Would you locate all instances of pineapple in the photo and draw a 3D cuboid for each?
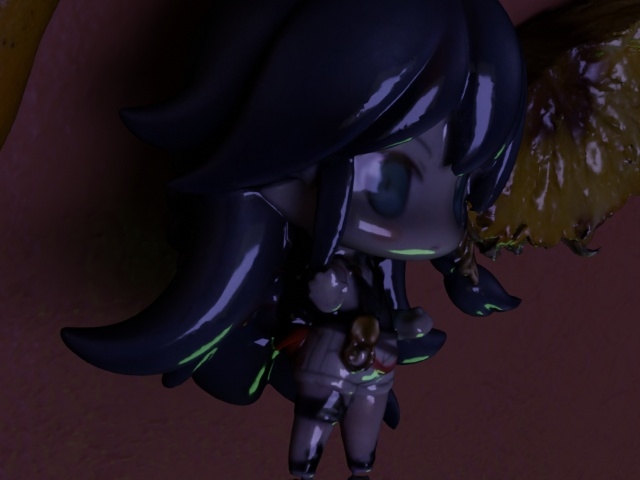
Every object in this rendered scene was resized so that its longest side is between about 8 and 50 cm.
[{"bbox_3d":[0.134,-0.051,0.978,0.233,0.079,0.135,-30,129,-23],"label":"pineapple"}]

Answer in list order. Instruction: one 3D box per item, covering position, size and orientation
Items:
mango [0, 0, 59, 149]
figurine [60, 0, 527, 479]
[{"bbox_3d":[-0.170,-0.094,0.714,0.115,0.090,0.178,24,93,-52],"label":"mango"},{"bbox_3d":[-0.001,-0.013,0.808,0.265,0.197,0.175,-58,168,5],"label":"figurine"}]
